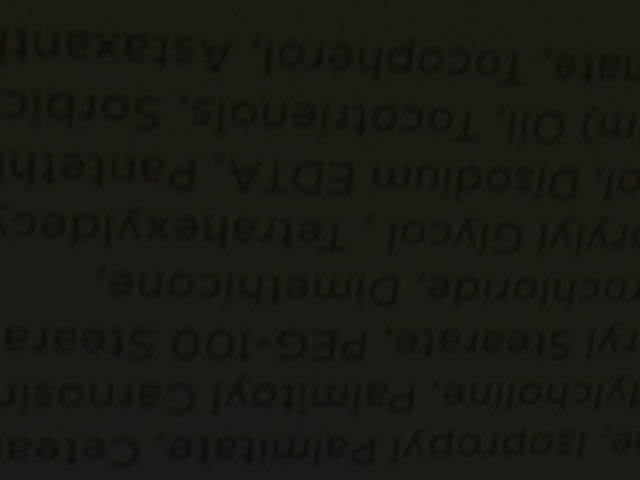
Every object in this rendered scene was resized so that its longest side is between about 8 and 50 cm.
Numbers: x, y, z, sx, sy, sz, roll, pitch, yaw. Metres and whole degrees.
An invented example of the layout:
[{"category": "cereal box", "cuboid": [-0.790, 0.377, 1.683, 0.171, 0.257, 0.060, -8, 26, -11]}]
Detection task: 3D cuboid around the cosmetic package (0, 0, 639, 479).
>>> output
[{"category": "cosmetic package", "cuboid": [0.000, 0.000, 0.545, 0.327, 0.329, 0.393, 1, -71, -15]}]
